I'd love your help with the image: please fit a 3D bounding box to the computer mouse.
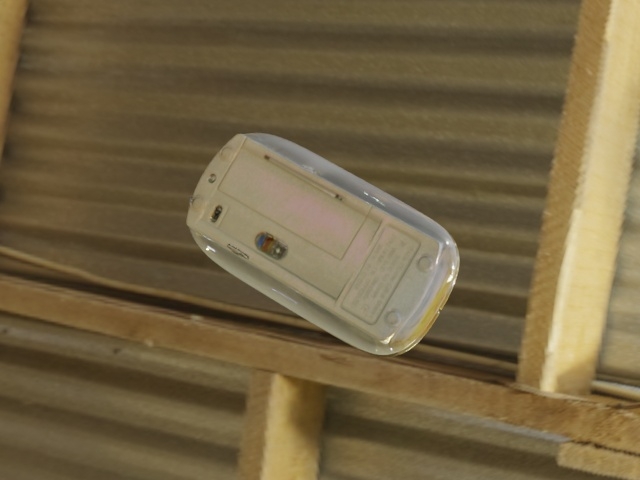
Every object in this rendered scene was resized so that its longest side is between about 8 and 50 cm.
[{"bbox_3d":[0.000,0.000,0.819,0.199,0.045,0.102,29,-91,24],"label":"computer mouse"}]
